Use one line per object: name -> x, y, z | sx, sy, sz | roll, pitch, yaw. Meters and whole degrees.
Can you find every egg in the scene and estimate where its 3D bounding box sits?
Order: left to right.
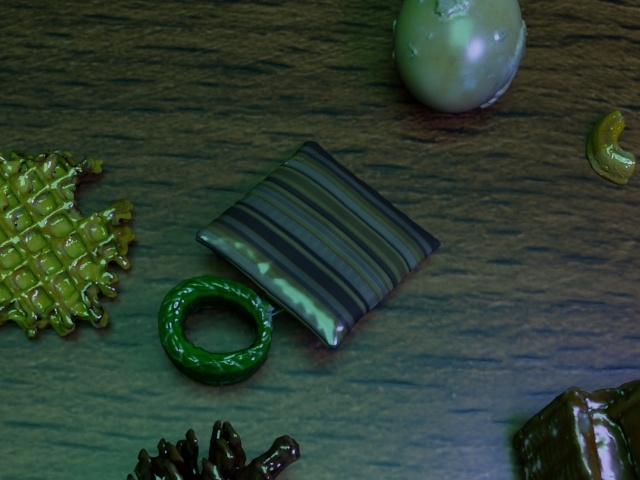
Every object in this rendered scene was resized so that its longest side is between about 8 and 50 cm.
egg -> 0.169, -0.249, 1.298 | 0.164, 0.164, 0.202 | 11, 65, -1

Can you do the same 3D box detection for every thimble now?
thimble -> -0.114, 0.100, 1.185 | 0.130, 0.090, 0.118 | -8, 74, -6

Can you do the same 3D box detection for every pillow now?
pillow -> 0.000, 0.000, 1.232 | 0.208, 0.052, 0.212 | 40, 55, 13

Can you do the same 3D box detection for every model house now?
model house -> 0.337, 0.240, 1.125 | 0.229, 0.199, 0.220 | 36, 59, 4

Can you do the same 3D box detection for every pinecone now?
pinecone -> -0.112, 0.274, 1.083 | 0.185, 0.168, 0.212 | 47, 57, 1

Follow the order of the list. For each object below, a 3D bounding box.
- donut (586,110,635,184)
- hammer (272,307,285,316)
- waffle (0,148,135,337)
donut -> 0.369, -0.121, 1.331 | 0.067, 0.038, 0.083 | 27, 72, 8
hammer -> -0.012, 0.065, 1.248 | 0.110, 0.019, 0.036 | -25, 74, -7
waffle -> -0.332, -0.003, 1.227 | 0.231, 0.051, 0.229 | 7, 73, -1
